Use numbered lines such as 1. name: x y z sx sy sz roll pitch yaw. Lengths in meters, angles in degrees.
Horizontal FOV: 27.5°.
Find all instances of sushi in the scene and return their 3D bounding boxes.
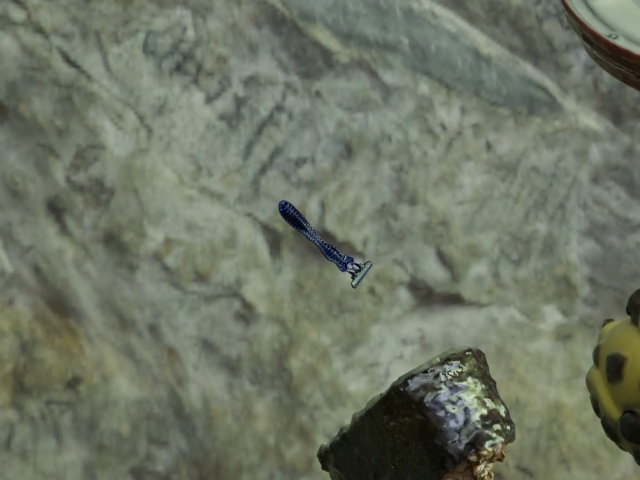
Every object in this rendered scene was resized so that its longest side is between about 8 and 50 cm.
1. sushi: 0.156 0.276 1.782 0.234 0.207 0.348 -25 -17 -27

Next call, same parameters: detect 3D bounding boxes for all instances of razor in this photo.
1. razor: -0.001 0.001 1.724 0.154 0.044 0.028 41 -20 -15

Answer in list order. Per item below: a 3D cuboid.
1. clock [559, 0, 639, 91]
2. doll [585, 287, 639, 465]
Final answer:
1. clock: 0.344 -0.209 1.022 0.319 0.318 0.080 -8 -52 2
2. doll: 0.212 0.088 0.604 0.086 0.291 0.117 -28 -76 -14
